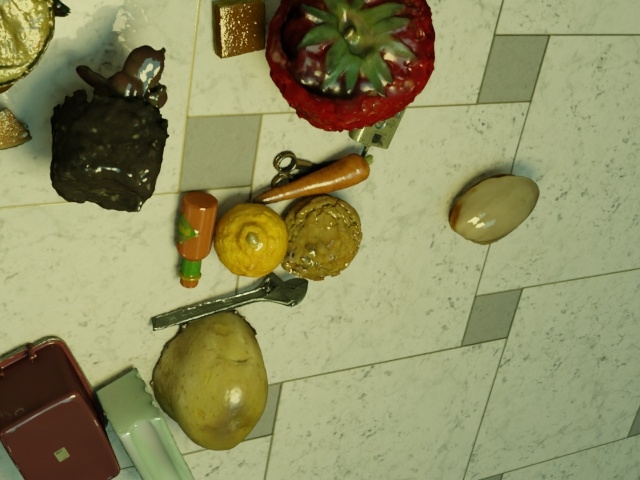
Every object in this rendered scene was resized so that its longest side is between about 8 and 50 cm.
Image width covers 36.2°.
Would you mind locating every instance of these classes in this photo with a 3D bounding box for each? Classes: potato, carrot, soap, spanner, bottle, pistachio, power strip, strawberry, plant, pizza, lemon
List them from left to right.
[{"bbox_3d":[-0.498,-0.181,1.554,0.083,0.025,0.078,-13,130,-34],"label":"pizza"},{"bbox_3d":[-0.335,-0.170,1.553,0.178,0.204,0.234,8,71,-19],"label":"plant"},{"bbox_3d":[-0.340,0.404,1.948,0.095,0.173,0.290,-28,132,-13],"label":"soap"},{"bbox_3d":[-0.234,0.004,1.821,0.069,0.069,0.187,-7,122,-30],"label":"bottle"},{"bbox_3d":[-0.203,0.300,1.945,0.242,0.242,0.285,14,114,-38],"label":"potato"},{"bbox_3d":[-0.176,0.125,1.937,0.325,0.093,0.026,-16,146,-16],"label":"spanner"},{"bbox_3d":[-0.129,0.000,1.821,0.142,0.187,0.142,0,86,-4],"label":"lemon"},{"bbox_3d":[-0.010,-0.107,1.881,0.256,0.061,0.061,-23,130,-14],"label":"carrot"},{"bbox_3d":[0.045,-0.325,1.683,0.291,0.310,0.292,-1,96,-13],"label":"strawberry"},{"bbox_3d":[0.129,-0.270,1.896,0.092,0.034,0.268,10,113,-37],"label":"power strip"},{"bbox_3d":[0.373,-0.072,2.125,0.215,0.144,0.144,-32,132,-19],"label":"pistachio"}]

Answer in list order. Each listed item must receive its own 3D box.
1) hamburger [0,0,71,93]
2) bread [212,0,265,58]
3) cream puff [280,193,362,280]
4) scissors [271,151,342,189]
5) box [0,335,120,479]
[{"bbox_3d":[-0.517,-0.293,1.393,0.308,0.132,0.211,-12,126,-26],"label":"hamburger"},{"bbox_3d":[-0.137,-0.363,1.661,0.090,0.035,0.094,-16,127,-24],"label":"bread"},{"bbox_3d":[0.000,0.000,1.931,0.189,0.129,0.189,-16,124,-26],"label":"cream puff"},{"bbox_3d":[0.005,-0.142,1.915,0.220,0.017,0.088,-10,124,-29],"label":"scissors"},{"bbox_3d":[-0.499,0.347,1.812,0.193,0.167,0.294,-27,130,-13],"label":"box"}]
